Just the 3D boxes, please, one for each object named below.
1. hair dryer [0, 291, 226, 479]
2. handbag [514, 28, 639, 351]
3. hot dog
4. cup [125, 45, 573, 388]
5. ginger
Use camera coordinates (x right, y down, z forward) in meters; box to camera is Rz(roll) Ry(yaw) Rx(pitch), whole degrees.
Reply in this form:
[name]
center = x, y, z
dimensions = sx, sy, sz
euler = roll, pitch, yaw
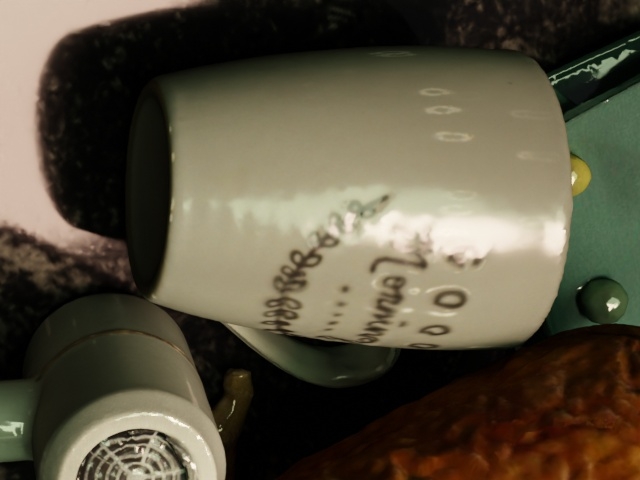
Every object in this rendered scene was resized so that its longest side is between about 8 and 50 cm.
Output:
[hair dryer]
center = -0.241, 0.117, 1.013
dimensions = 0.357, 0.173, 0.108
euler = -5, 108, -11
[handbag]
center = 0.253, -0.015, 1.210
dimensions = 0.274, 0.100, 0.269
euler = -22, 115, -10
[hot dog]
center = 0.090, 0.197, 1.028
dimensions = 0.387, 0.267, 0.174
euler = -25, 143, -11
[cup]
center = 0.000, 0.000, 1.084
dimensions = 0.234, 0.186, 0.258
euler = 0, 135, -17
[ginger]
center = -0.072, 0.129, 1.157
dimensions = 0.048, 0.030, 0.097
euler = -9, 116, -53
